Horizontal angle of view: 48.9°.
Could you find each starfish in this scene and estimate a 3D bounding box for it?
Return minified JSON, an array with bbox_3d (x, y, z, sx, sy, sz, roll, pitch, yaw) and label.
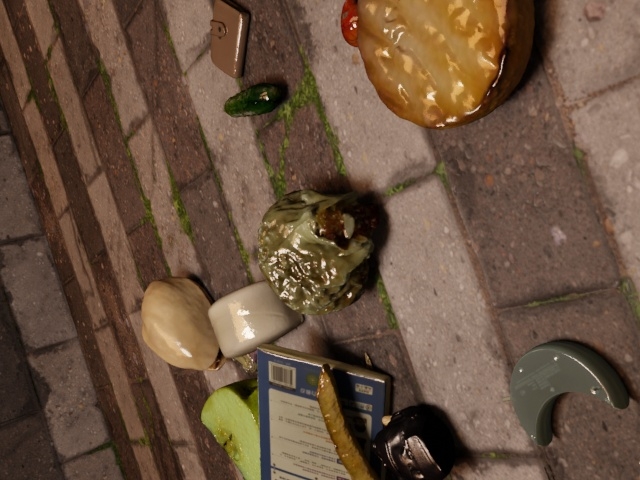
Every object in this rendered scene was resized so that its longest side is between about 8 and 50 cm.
[{"bbox_3d":[0.102,0.277,1.453,0.092,0.016,0.086,21,115,39],"label":"starfish"}]

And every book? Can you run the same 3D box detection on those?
[{"bbox_3d":[0.000,0.442,1.533,0.300,0.039,0.428,11,116,21],"label":"book"}]

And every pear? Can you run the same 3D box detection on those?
[{"bbox_3d":[-0.153,0.445,1.761,0.292,0.159,0.292,24,123,43],"label":"pear"}]

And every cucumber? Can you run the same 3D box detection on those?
[{"bbox_3d":[-0.153,-0.298,1.520,0.227,0.069,0.069,3,106,56],"label":"cucumber"}]

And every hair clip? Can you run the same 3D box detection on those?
[{"bbox_3d":[-0.218,0.271,1.866,0.187,0.056,0.146,44,143,31],"label":"hair clip"}]

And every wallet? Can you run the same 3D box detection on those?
[{"bbox_3d":[-0.204,-0.447,1.551,0.118,0.038,0.153,40,135,35],"label":"wallet"}]

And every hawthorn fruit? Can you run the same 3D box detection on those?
[{"bbox_3d":[0.073,-0.368,1.169,0.093,0.093,0.093,27,125,46],"label":"hawthorn fruit"}]

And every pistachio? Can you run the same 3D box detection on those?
[{"bbox_3d":[-0.380,0.239,1.972,0.318,0.214,0.193,43,180,22],"label":"pistachio"}]

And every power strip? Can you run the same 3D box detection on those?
[{"bbox_3d":[0.350,0.227,1.061,0.137,0.044,0.216,61,144,17],"label":"power strip"}]

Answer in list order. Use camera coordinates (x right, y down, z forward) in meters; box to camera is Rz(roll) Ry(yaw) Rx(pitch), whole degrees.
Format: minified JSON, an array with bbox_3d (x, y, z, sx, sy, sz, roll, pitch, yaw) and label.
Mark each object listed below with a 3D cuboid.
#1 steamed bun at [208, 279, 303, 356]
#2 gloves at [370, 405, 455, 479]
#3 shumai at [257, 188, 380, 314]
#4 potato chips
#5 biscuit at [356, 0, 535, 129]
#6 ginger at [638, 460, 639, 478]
[{"bbox_3d":[-0.168,0.186,1.661,0.241,0.164,0.146,-37,73,55],"label":"steamed bun"},{"bbox_3d":[0.167,0.399,1.342,0.203,0.124,0.164,-47,47,43],"label":"gloves"},{"bbox_3d":[-0.001,0.001,1.329,0.256,0.189,0.218,58,145,12],"label":"shumai"},{"bbox_3d":[0.073,0.432,1.436,0.080,0.057,0.407,-24,99,18],"label":"potato chips"},{"bbox_3d":[0.179,-0.309,1.021,0.296,0.102,0.296,22,120,45],"label":"biscuit"},{"bbox_3d":[0.497,0.299,0.859,0.122,0.115,0.193,41,131,7],"label":"ginger"}]
